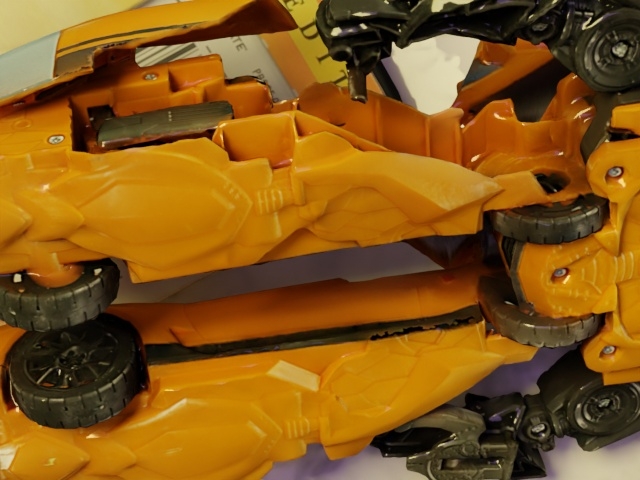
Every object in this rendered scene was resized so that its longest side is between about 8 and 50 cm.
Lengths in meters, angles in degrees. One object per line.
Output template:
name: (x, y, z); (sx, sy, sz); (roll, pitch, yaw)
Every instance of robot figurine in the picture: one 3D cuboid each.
robot figurine: (0.000, 0.000, 0.483); (0.291, 0.085, 0.211); (-8, 126, -4)

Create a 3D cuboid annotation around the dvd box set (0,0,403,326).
dvd box set: (-0.217, -0.056, 0.504); (0.420, 0.062, 0.307); (-28, 121, 9)
